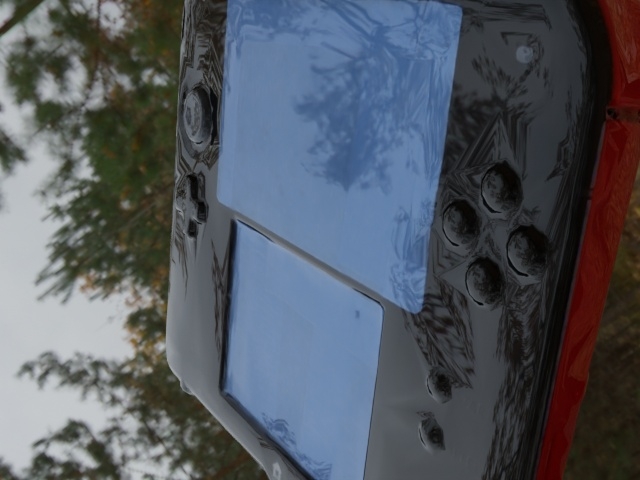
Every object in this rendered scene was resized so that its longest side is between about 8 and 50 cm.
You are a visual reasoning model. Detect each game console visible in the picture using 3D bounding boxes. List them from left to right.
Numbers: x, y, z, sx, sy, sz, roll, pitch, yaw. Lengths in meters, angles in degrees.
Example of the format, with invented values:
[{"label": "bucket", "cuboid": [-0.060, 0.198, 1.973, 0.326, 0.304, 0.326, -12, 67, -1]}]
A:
[{"label": "game console", "cuboid": [0.000, 0.000, 0.486, 0.060, 0.342, 0.386, 1, -164, -33]}]
